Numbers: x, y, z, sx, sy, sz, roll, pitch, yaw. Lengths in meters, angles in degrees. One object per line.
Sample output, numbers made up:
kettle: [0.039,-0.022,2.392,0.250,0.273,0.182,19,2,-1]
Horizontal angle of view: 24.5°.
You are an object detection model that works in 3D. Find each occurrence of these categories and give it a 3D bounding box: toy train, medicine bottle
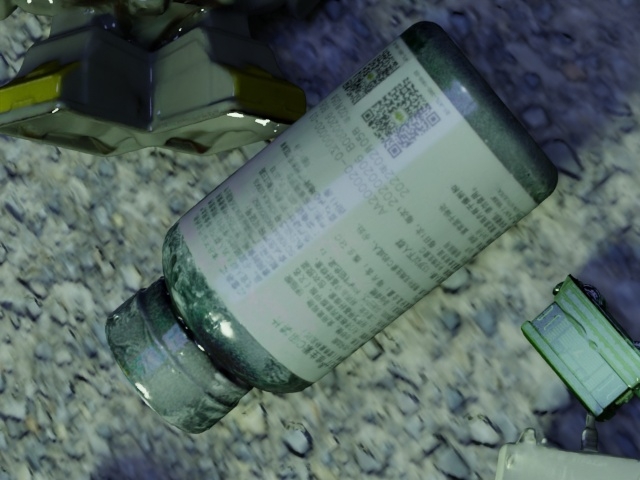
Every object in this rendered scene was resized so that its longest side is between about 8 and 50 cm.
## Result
toy train: [0.171,0.068,0.923,0.056,0.038,0.093,-43,67,10]
medicine bottle: [0.000,0.000,0.950,0.293,0.141,0.141,-39,67,8]

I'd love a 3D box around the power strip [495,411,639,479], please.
power strip: [0.139,0.284,0.873,0.106,0.043,0.367,6,83,22]

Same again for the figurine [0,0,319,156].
figurine: [-0.121,-0.208,1.030,0.167,0.343,0.284,157,116,-63]
